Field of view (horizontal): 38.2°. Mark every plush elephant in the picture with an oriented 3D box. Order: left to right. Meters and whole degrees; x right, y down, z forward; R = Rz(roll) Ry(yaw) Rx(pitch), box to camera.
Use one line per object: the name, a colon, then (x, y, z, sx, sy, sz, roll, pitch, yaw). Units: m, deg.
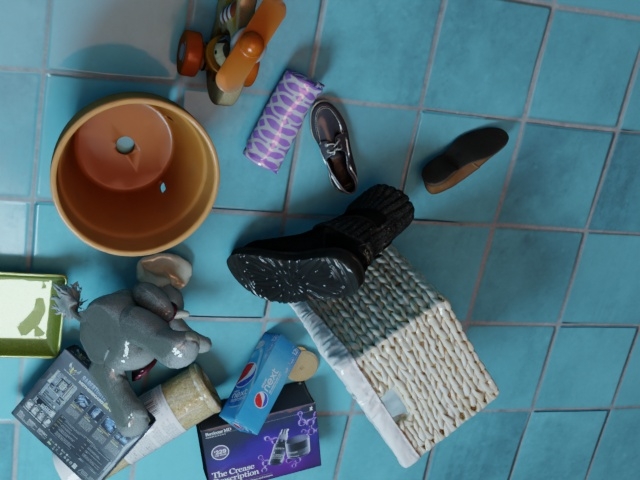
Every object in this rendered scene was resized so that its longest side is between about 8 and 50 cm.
plush elephant: (-0.335, 0.174, 1.806, 0.255, 0.330, 0.272, -16, 140, -56)

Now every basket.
basket: (0.153, 0.229, 1.950, 0.266, 0.331, 0.328, -34, 121, -3)

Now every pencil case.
pencil case: (-0.072, -0.233, 1.797, 0.088, 0.086, 0.206, 13, 113, -53)

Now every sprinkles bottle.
sprinkles bottle: (-0.387, 0.401, 1.961, 0.355, 0.121, 0.121, -31, 120, -3)

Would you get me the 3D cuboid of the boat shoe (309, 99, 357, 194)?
boat shoe: (0.034, -0.185, 1.863, 0.075, 0.065, 0.206, -22, 119, -8)

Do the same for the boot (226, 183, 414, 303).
boot: (0.002, 0.003, 1.893, 0.260, 0.348, 0.131, -53, 132, -40)

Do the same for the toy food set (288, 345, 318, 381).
toy food set: (-0.045, 0.282, 2.082, 0.083, 0.020, 0.083, 30, 102, -29)

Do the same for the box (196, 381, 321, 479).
box: (-0.140, 0.442, 2.081, 0.261, 0.103, 0.184, -12, 115, -13)

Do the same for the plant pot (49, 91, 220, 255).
plant pot: (-0.345, -0.143, 1.672, 0.290, 0.203, 0.291, -8, 116, -16)

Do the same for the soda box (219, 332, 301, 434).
soda box: (-0.128, 0.305, 1.981, 0.071, 0.067, 0.210, 43, 63, -30)

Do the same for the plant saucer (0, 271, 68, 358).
plant saucer: (-0.600, 0.138, 1.808, 0.188, 0.045, 0.188, 4, 113, -21)

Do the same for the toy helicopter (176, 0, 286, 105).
toy helicopter: (-0.135, -0.399, 1.592, 0.140, 0.235, 0.355, 8, 117, -22)

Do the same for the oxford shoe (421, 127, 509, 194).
oxford shoe: (0.308, -0.170, 1.975, 0.212, 0.076, 0.076, -31, 150, -6)

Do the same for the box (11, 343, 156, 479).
box: (-0.475, 0.353, 1.857, 0.232, 0.059, 0.183, 41, 99, 2)
